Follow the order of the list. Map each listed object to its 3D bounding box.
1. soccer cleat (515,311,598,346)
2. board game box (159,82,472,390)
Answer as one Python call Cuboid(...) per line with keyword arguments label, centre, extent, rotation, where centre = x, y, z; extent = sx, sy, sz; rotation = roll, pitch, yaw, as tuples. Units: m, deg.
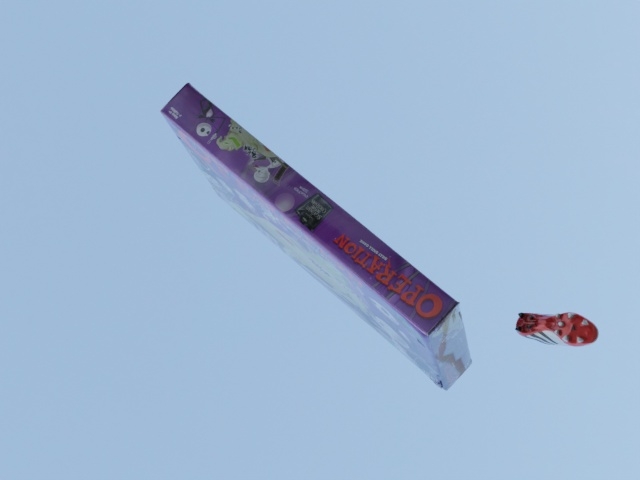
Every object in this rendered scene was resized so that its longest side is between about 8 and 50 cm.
Cuboid(label="soccer cleat", centre=(0.205, 0.077, 0.955), extent=(0.035, 0.083, 0.029), rotation=(27, -107, -40))
Cuboid(label="board game box", centre=(0.000, 0.000, 1.101), extent=(0.347, 0.208, 0.056), rotation=(40, -103, 22))
